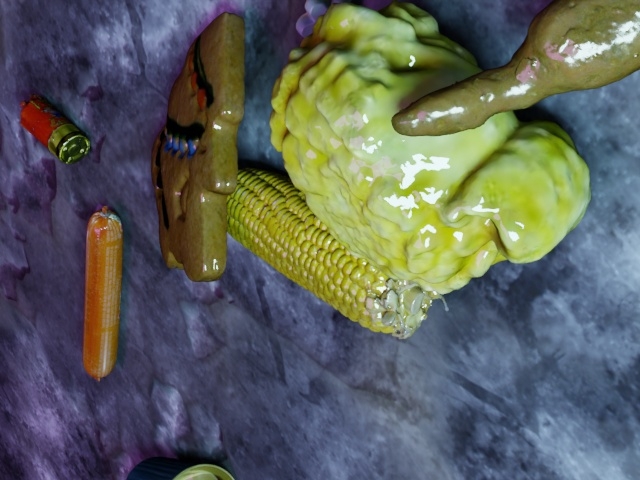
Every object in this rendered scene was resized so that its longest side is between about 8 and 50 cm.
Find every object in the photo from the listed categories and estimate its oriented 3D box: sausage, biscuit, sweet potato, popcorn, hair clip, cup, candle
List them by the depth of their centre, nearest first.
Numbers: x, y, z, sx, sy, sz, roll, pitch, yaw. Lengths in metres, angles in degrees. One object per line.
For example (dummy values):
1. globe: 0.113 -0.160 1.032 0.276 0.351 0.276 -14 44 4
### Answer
1. sweet potato: 0.178 -0.139 0.829 0.269 0.075 0.074 -25 93 16
2. popcorn: 0.082 -0.064 0.975 0.286 0.174 0.225 40 154 14
3. hair clip: -0.001 -0.162 1.098 0.214 0.062 0.056 102 152 -46
4. biscuit: -0.138 -0.110 1.234 0.278 0.043 0.301 -124 43 -56
5. candle: -0.376 -0.158 1.562 0.131 0.052 0.052 40 138 30
6. sausage: -0.317 0.084 1.640 0.053 0.053 0.347 40 138 28
7. cup: -0.195 0.392 1.646 0.176 0.131 0.155 49 155 -25

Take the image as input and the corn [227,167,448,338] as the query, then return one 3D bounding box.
1. corn: 0.000 0.000 1.168 0.305 0.106 0.106 31 134 42
